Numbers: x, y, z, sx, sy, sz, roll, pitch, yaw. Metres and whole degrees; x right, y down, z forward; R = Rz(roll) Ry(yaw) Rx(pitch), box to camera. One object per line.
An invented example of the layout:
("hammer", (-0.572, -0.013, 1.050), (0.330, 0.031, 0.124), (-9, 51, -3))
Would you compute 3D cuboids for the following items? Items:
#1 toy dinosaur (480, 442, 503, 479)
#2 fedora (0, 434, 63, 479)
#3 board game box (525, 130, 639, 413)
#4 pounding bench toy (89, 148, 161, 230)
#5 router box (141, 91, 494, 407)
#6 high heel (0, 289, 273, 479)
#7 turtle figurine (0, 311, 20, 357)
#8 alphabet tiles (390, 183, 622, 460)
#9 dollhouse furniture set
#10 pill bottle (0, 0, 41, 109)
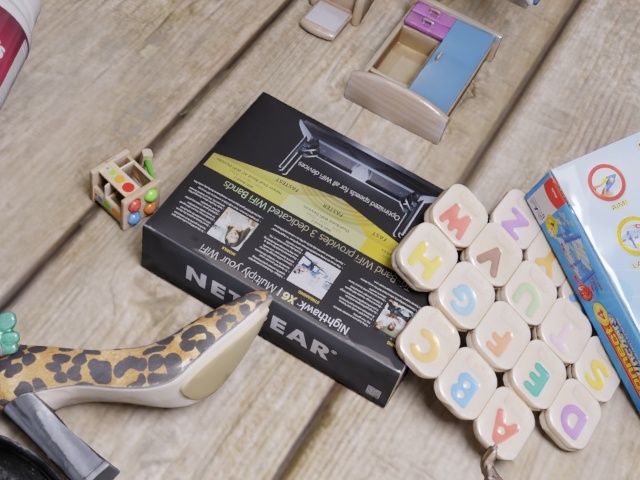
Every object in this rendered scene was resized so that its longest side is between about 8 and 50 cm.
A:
("toy dinosaur", (0.172, 0.311, 0.822), (0.200, 0.127, 0.295), (32, 61, 2))
("fedora", (-0.333, 0.272, 0.772), (0.334, 0.152, 0.334), (6, 54, -8))
("board game box", (0.430, 0.013, 1.080), (0.308, 0.086, 0.302), (-22, 78, -13))
("pounding bench toy", (-0.202, -0.062, 1.104), (0.065, 0.052, 0.083), (41, 57, 17))
("router box", (0.000, 0.000, 1.084), (0.309, 0.081, 0.243), (30, 54, 10))
("high heel", (-0.188, 0.093, 0.954), (0.186, 0.093, 0.261), (39, 67, 22))
("turtle figurine", (-0.355, 0.069, 0.815), (0.118, 0.234, 0.175), (-7, 94, 20))
("alphabet tiles", (0.203, 0.078, 1.044), (0.284, 0.021, 0.278), (47, 54, -5))
("dollhouse furniture set", (0.119, -0.327, 1.208), (0.286, 0.303, 0.198), (28, 53, 9))
("pill bottle", (-0.401, -0.211, 1.127), (0.121, 0.121, 0.221), (13, 53, -2))
